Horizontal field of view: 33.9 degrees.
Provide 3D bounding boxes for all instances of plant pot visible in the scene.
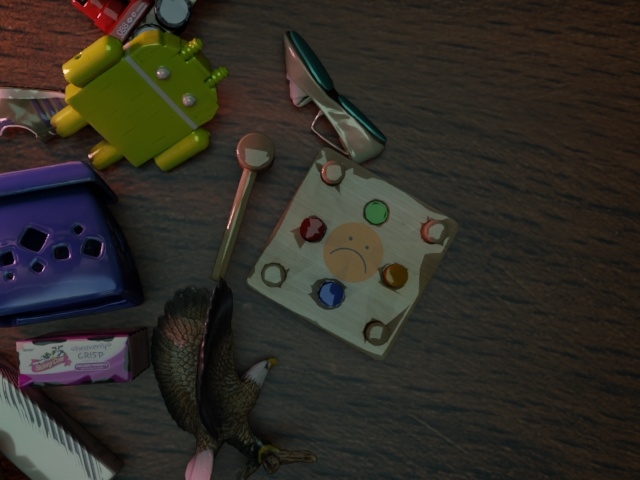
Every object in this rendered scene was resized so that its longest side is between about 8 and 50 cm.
[{"bbox_3d":[-0.406,0.007,1.575,0.236,0.236,0.212,-10,82,-3],"label":"plant pot"}]

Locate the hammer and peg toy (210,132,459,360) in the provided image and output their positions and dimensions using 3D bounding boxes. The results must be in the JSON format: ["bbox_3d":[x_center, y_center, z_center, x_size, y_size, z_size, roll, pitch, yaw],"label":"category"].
[{"bbox_3d":[0.000,0.000,1.642,0.361,0.127,0.265,29,88,-1],"label":"hammer and peg toy"}]

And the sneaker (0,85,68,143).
[{"bbox_3d":[-0.425,-0.196,1.667,0.192,0.064,0.086,4,100,-6],"label":"sneaker"}]

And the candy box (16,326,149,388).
[{"bbox_3d":[-0.347,0.171,1.564,0.159,0.233,0.071,-3,87,-4],"label":"candy box"}]

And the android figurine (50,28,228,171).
[{"bbox_3d":[-0.270,-0.213,1.605,0.273,0.056,0.248,-28,130,17],"label":"android figurine"}]

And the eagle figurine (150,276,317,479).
[{"bbox_3d":[-0.154,0.220,1.595,0.226,0.225,0.298,-29,102,21],"label":"eagle figurine"}]

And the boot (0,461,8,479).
[{"bbox_3d":[-0.463,0.416,1.584,0.115,0.112,0.305,-7,116,-9],"label":"boot"}]

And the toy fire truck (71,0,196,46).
[{"bbox_3d":[-0.307,-0.417,1.650,0.246,0.158,0.217,36,87,-11],"label":"toy fire truck"}]

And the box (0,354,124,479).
[{"bbox_3d":[-0.439,0.296,1.617,0.275,0.113,0.094,41,85,-2],"label":"box"}]

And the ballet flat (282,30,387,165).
[{"bbox_3d":[0.002,-0.221,1.680,0.086,0.086,0.248,-40,91,-4],"label":"ballet flat"}]
